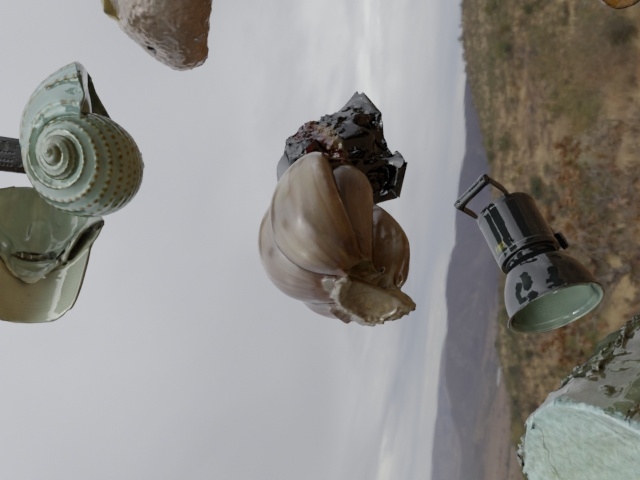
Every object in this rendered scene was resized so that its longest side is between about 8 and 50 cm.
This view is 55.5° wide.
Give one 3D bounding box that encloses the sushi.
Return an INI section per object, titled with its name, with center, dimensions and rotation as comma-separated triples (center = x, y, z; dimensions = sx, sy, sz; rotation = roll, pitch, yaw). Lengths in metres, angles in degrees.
[sushi]
center = 0.015, -0.112, 0.904
dimensions = 0.153, 0.150, 0.172
rotation = 97, 152, -43

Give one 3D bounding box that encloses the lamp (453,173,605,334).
[lamp]
center = 0.333, 0.016, 0.971
dimensions = 0.147, 0.172, 0.227
rotation = -51, 41, 40

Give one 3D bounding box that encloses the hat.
[hat]
center = -0.629, 0.032, 1.342
dimensions = 0.168, 0.257, 0.301
rotation = 8, 91, 64

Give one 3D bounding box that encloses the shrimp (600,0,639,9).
[shrimp]
center = 0.575, -0.562, 1.208
dimensions = 0.143, 0.251, 0.052
rotation = -55, 32, 28

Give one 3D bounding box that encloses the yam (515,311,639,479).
[yam]
center = 0.367, 0.155, 0.550
dimensions = 0.348, 0.241, 0.241
rotation = -21, -53, -27

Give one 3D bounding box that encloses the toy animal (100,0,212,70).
[toy animal]
center = -0.327, -0.511, 1.222
dimensions = 0.188, 0.226, 0.358
rotation = -58, -8, -42

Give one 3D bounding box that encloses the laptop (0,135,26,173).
[laptop]
center = -0.862, -0.233, 1.602
dimensions = 0.016, 0.180, 0.129
rotation = 118, 148, -43

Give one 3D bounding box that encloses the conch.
[conch]
center = -0.485, -0.187, 1.226
dimensions = 0.303, 0.215, 0.319
rotation = 67, 169, -1

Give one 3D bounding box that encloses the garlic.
[garlic]
center = 0.000, 0.000, 0.713
dimensions = 0.214, 0.160, 0.191
rotation = 32, -147, -43
